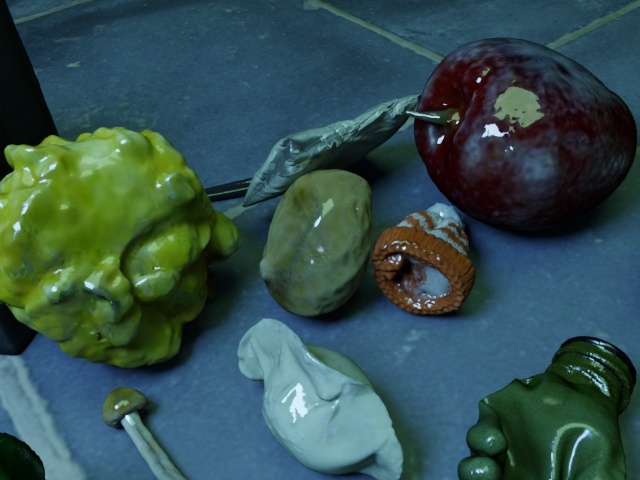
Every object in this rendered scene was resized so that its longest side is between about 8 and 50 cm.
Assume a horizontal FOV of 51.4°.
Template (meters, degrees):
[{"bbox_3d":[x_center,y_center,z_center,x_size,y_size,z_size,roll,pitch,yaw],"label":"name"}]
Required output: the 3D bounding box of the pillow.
[{"bbox_3d":[0.016,-0.111,0.806,0.229,0.148,0.050,-28,89,-37],"label":"pillow"}]

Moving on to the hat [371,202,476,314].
[{"bbox_3d":[0.123,0.003,0.735,0.112,0.094,0.162,31,43,3],"label":"hat"}]

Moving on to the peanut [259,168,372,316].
[{"bbox_3d":[0.000,0.000,0.705,0.109,0.159,0.140,21,12,-32],"label":"peanut"}]

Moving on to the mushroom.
[{"bbox_3d":[-0.076,0.210,0.566,0.306,0.043,0.068,22,74,24],"label":"mushroom"}]

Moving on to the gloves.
[{"bbox_3d":[0.179,0.171,0.535,0.135,0.107,0.268,23,32,33],"label":"gloves"}]

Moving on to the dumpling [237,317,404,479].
[{"bbox_3d":[0.001,0.130,0.570,0.099,0.134,0.169,-20,48,-17],"label":"dumpling"}]

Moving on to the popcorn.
[{"bbox_3d":[-0.207,0.005,0.670,0.266,0.233,0.192,9,-2,-42],"label":"popcorn"}]

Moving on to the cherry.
[{"bbox_3d":[0.239,-0.121,0.773,0.300,0.203,0.230,-1,34,-20],"label":"cherry"}]

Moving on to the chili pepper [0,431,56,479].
[{"bbox_3d":[-0.208,0.265,0.386,0.248,0.233,0.256,20,54,45],"label":"chili pepper"}]

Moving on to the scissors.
[{"bbox_3d":[-0.074,-0.076,0.888,0.220,0.017,0.088,-12,44,-7],"label":"scissors"}]

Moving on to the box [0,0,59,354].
[{"bbox_3d":[-0.433,-0.079,0.681,0.251,0.345,0.204,3,42,10],"label":"box"}]
